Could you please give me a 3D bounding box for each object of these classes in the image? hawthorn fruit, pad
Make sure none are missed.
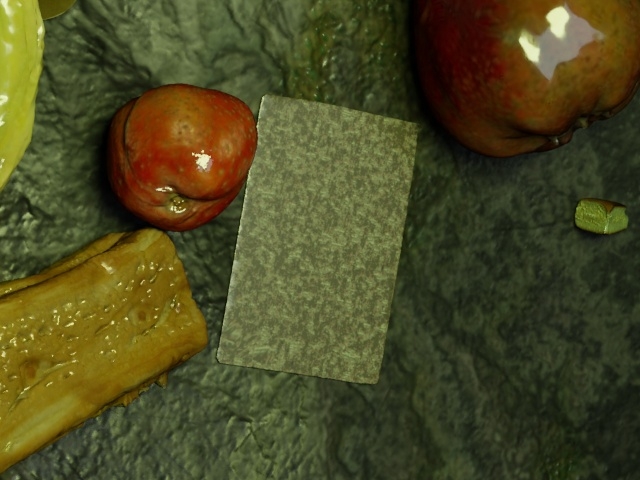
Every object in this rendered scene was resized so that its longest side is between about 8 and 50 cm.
[{"bbox_3d":[-0.110,-0.068,1.509,0.128,0.128,0.128,-1,93,-25],"label":"hawthorn fruit"},{"bbox_3d":[0.160,-0.195,1.610,0.208,0.208,0.248,-29,80,-21],"label":"hawthorn fruit"},{"bbox_3d":[0.000,0.000,1.635,0.158,0.003,0.235,10,89,-26],"label":"pad"}]

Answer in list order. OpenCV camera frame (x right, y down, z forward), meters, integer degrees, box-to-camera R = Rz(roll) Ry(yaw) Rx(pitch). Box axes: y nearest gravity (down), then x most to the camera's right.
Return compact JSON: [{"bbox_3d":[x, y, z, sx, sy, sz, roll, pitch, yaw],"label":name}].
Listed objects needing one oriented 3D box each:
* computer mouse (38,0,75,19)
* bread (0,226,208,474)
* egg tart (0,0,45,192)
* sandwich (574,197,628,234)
[{"bbox_3d":[-0.280,-0.212,1.469,0.199,0.045,0.102,-10,95,-25],"label":"computer mouse"},{"bbox_3d":[-0.200,0.087,1.451,0.271,0.077,0.139,-31,102,-49],"label":"bread"},{"bbox_3d":[-0.368,-0.136,1.364,0.345,0.132,0.345,-3,102,-12],"label":"egg tart"},{"bbox_3d":[0.255,-0.023,1.738,0.044,0.083,0.031,11,94,18],"label":"sandwich"}]
